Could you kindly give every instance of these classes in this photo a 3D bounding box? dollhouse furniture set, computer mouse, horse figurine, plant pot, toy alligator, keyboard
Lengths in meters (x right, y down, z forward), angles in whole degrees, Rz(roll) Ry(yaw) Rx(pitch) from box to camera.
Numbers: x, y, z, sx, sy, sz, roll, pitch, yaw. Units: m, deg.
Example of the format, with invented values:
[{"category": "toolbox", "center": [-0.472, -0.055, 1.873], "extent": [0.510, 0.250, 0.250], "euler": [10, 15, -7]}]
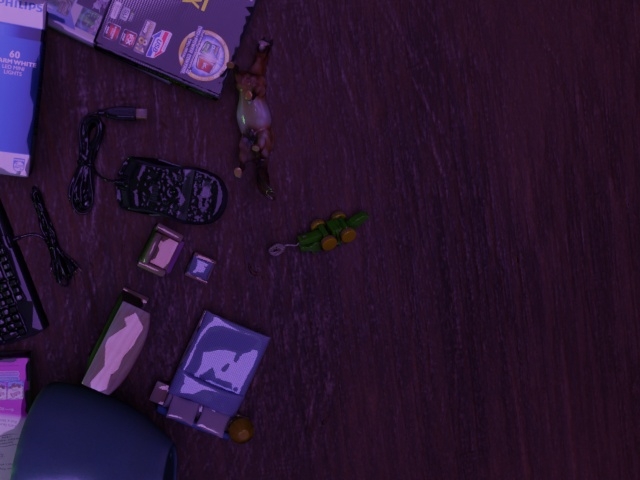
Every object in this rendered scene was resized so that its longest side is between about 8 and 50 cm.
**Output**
[{"category": "dollhouse furniture set", "center": [-0.190, 0.167, 1.362], "extent": [0.303, 0.198, 0.286], "euler": [27, 88, -14]}, {"category": "computer mouse", "center": [-0.280, -0.126, 1.396], "extent": [0.262, 0.060, 0.184], "euler": [5, 97, -2]}, {"category": "horse figurine", "center": [-0.110, -0.201, 1.392], "extent": [0.066, 0.174, 0.263], "euler": [-4, 103, 7]}, {"category": "plant pot", "center": [-0.326, 0.368, 1.276], "extent": [0.195, 0.290, 0.290], "euler": [4, 93, 0]}, {"category": "toy alligator", "center": [0.000, 0.000, 1.474], "extent": [0.190, 0.056, 0.051], "euler": [-22, 139, -11]}, {"category": "keyboard", "center": [-0.517, 0.005, 1.361], "extent": [0.201, 0.033, 0.317], "euler": [-21, 99, -11]}]

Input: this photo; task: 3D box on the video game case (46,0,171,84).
[{"category": "video game case", "center": [-0.334, -0.461, 1.371], "extent": [0.329, 0.036, 0.300], "euler": [25, 88, -14]}]

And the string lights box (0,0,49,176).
[{"category": "string lights box", "center": [-0.463, -0.231, 1.273], "extent": [0.077, 0.133, 0.259], "euler": [6, 95, -17]}]

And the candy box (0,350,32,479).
[{"category": "candy box", "center": [-0.548, 0.297, 1.351], "extent": [0.159, 0.071, 0.233], "euler": [1, 93, -14]}]

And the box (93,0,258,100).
[{"category": "box", "center": [-0.215, -0.392, 1.354], "extent": [0.216, 0.060, 0.270], "euler": [22, 89, -13]}]
